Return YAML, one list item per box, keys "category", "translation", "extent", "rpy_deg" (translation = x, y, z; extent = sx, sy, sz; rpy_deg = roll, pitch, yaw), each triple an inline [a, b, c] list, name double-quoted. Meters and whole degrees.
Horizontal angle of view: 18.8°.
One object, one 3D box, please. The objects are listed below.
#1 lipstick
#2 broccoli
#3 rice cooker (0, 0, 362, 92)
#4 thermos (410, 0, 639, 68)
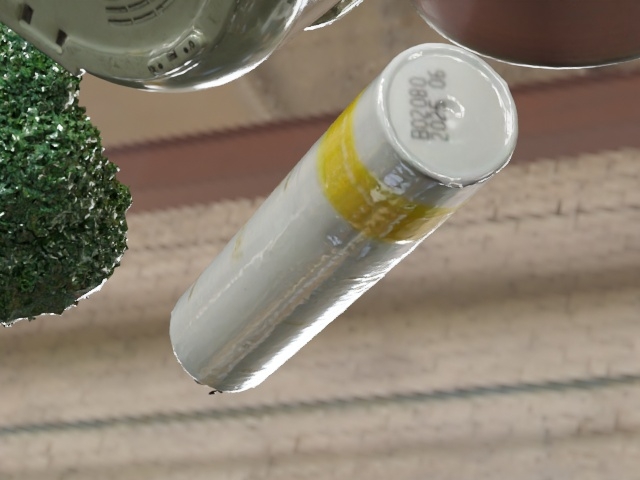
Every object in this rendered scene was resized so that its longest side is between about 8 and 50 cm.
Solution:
- category: "lipstick"
  translation: [0.000, 0.000, 0.799]
  extent: [0.059, 0.059, 0.264]
  rpy_deg: [24, -27, -13]
- category: "broccoli"
  translation: [-0.297, -0.057, 1.592]
  extent: [0.307, 0.308, 0.275]
  rpy_deg: [5, -2, 13]
- category: "rice cooker"
  translation: [-0.064, -0.290, 1.317]
  extent: [0.335, 0.325, 0.335]
  rpy_deg: [21, -49, 26]
- category: "thermos"
  translation: [0.101, -0.205, 0.694]
  extent: [0.176, 0.146, 0.265]
  rpy_deg: [13, -40, 20]
